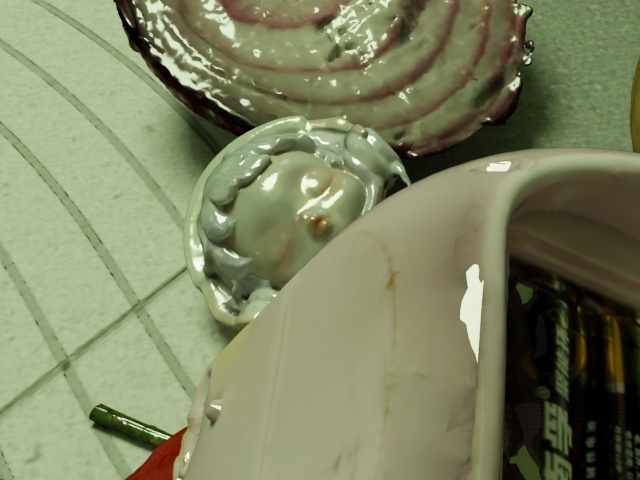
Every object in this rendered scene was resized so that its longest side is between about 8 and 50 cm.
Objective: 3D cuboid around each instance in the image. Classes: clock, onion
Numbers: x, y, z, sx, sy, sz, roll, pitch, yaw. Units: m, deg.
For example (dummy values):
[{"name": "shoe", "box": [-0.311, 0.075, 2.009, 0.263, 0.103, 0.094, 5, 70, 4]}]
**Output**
[{"name": "clock", "box": [0.145, 0.141, 0.457, 0.376, 0.250, 0.368, 21, 52, -16]}, {"name": "onion", "box": [0.005, -0.152, 0.931, 0.314, 0.146, 0.280, -28, 72, -25]}]

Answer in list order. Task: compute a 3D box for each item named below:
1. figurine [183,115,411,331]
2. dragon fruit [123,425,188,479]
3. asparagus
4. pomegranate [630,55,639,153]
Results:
[{"name": "figurine", "box": [0.001, 0.001, 0.747, 0.236, 0.141, 0.162, 34, 82, 34]}, {"name": "dragon fruit", "box": [-0.036, 0.144, 0.604, 0.165, 0.133, 0.136, -3, 50, -3]}, {"name": "asparagus", "box": [-0.092, 0.123, 0.715, 0.114, 0.014, 0.015, 17, 63, 19]}, {"name": "pomegranate", "box": [0.342, -0.083, 0.696, 0.322, 0.322, 0.322, -1, 43, 1]}]
